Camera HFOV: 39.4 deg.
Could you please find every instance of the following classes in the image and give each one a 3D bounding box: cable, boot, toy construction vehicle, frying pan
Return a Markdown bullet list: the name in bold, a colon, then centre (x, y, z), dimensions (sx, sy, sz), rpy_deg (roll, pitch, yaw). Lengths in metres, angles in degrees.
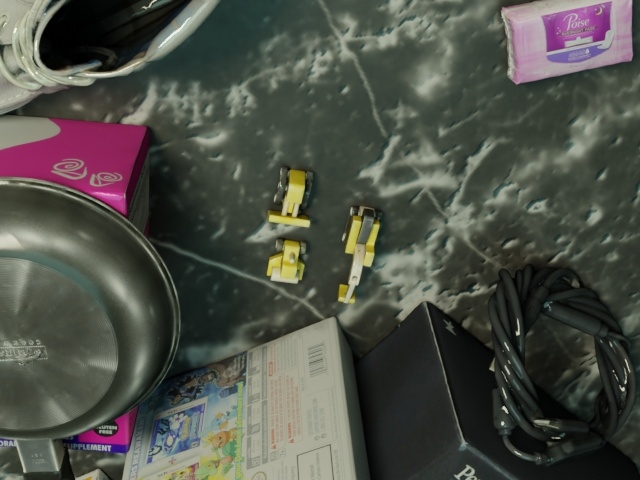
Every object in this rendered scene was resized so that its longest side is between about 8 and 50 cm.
- **cable**: centre (0.183, 0.091, 0.686), dimensions (0.185, 0.150, 0.047), rpy_deg (0, 162, -44)
- **boot**: centre (-0.165, -0.130, 0.535), dimensions (0.258, 0.123, 0.095), rpy_deg (-28, 118, 13)
- **toy construction vehicle**: centre (0.000, 0.000, 0.674), dimensions (0.086, 0.035, 0.098), rpy_deg (11, 120, -10)
- **frying pan**: centre (-0.213, 0.108, 0.593), dimensions (0.197, 0.053, 0.326), rpy_deg (19, 115, -13)

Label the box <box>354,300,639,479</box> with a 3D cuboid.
- **box**: centre (0.096, 0.263, 0.755), dimensions (0.296, 0.182, 0.294), rpy_deg (37, 111, -23)

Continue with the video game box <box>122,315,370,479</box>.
- **video game box**: centre (-0.059, 0.163, 0.670), dimensions (0.187, 0.205, 0.048), rpy_deg (-20, 121, 9)

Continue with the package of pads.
- **package of pads**: centre (0.166, -0.139, 0.603), dimensions (0.083, 0.032, 0.050), rpy_deg (-11, 122, 3)

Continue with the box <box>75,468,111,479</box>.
- **box**: centre (-0.261, 0.309, 0.796), dimensions (0.203, 0.114, 0.103), rpy_deg (-24, 118, 10)

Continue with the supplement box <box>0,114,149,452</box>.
- **supplement box**: centre (-0.184, 0.033, 0.639), dimensions (0.111, 0.114, 0.219), rpy_deg (4, 119, -4)
